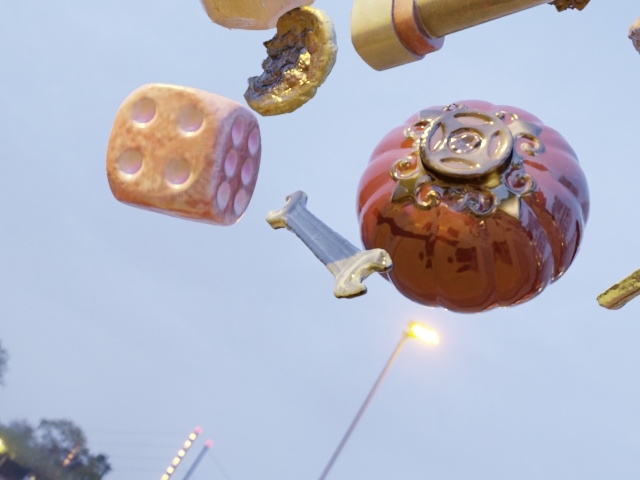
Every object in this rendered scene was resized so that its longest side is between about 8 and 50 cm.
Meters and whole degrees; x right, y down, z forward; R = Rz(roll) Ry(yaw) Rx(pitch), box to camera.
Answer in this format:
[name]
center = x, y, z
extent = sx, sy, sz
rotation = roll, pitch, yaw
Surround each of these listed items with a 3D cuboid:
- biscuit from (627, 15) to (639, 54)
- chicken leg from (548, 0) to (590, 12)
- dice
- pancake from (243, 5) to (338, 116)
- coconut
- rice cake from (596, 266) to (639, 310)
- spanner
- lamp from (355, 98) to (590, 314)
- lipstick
[biscuit]
center = 0.165, -0.052, 0.308
extent = 0.120, 0.015, 0.120
rotation = 28, 8, -4
[chicken leg]
center = 0.268, -0.295, 0.852
extent = 0.125, 0.196, 0.080
rotation = 22, -21, -21
[dice]
center = -0.102, -0.064, 0.661
extent = 0.091, 0.093, 0.094
rotation = 11, -3, 18
[pancake]
center = -0.030, -0.192, 0.931
extent = 0.116, 0.129, 0.023
rotation = 12, -9, 44
[coconut]
center = -0.080, -0.328, 1.026
extent = 0.161, 0.161, 0.162
rotation = 21, -26, 28
[rice cake]
center = 0.459, 0.036, 1.160
extent = 0.207, 0.033, 0.033
rotation = -44, -121, 40
[spanner]
center = 0.000, 0.000, 0.966
extent = 0.017, 0.071, 0.302
rotation = 54, -7, -26
[lamp]
center = 0.196, -0.045, 1.130
extent = 0.303, 0.303, 0.257
rotation = 21, -31, 27
[lipstick]
center = 0.112, -0.173, 0.611
extent = 0.186, 0.063, 0.057
rotation = -9, -28, 38
